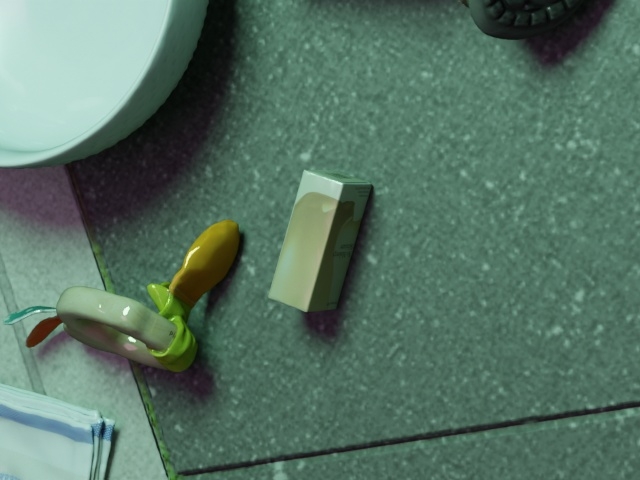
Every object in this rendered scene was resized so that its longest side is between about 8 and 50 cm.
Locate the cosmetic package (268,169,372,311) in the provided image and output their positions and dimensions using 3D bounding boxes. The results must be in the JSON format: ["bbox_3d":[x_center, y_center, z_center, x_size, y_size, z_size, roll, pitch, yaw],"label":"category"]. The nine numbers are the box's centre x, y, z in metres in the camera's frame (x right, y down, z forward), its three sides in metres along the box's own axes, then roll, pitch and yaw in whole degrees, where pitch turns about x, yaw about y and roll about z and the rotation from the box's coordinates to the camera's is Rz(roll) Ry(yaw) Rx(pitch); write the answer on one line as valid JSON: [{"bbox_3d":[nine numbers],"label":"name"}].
[{"bbox_3d":[0.000,0.000,1.687,0.041,0.060,0.115,20,101,25],"label":"cosmetic package"}]

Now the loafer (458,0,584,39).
[{"bbox_3d":[0.163,-0.342,1.580,0.130,0.133,0.366,19,104,63],"label":"loafer"}]

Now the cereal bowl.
[{"bbox_3d":[-0.236,-0.229,1.758,0.339,0.141,0.339,1,91,26],"label":"cereal bowl"}]

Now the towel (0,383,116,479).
[{"bbox_3d":[-0.301,0.273,1.863,0.209,0.034,0.285,14,97,27],"label":"towel"}]

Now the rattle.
[{"bbox_3d":[-0.181,0.038,1.779,0.199,0.130,0.143,4,82,53],"label":"rattle"}]
